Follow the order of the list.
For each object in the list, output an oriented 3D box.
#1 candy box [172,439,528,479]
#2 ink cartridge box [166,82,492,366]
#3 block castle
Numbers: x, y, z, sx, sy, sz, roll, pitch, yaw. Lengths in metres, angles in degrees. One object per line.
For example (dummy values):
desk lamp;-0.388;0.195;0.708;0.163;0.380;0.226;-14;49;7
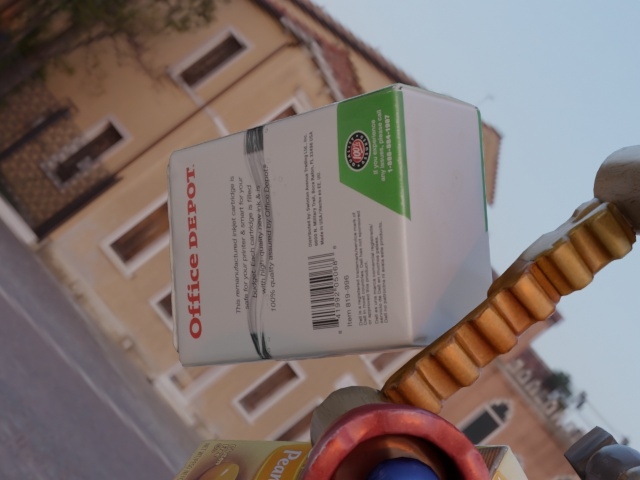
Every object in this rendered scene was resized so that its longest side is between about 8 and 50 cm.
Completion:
candy box;-0.010;0.243;0.860;0.316;0.183;0.087;-8;-58;41
ink cartridge box;0.000;0.000;0.735;0.208;0.153;0.087;-9;-10;43
block castle;0.220;0.187;0.560;0.453;0.303;0.213;51;-2;-6
